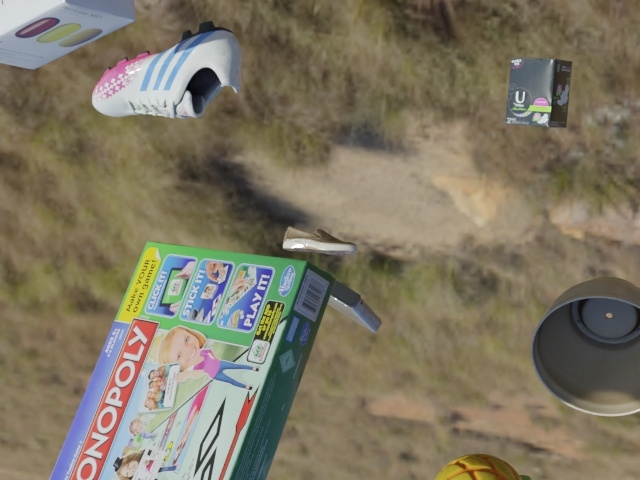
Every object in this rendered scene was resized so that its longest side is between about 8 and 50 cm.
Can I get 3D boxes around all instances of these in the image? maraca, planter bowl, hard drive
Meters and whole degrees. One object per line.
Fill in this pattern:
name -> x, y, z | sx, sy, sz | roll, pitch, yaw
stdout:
maraca -> 0.218, 0.329, 1.418 | 0.127, 0.099, 0.185 | 11, -172, 33
planter bowl -> 0.337, 0.109, 1.266 | 0.162, 0.109, 0.162 | 9, 120, 16
hard drive -> 0.024, 0.072, 1.374 | 0.094, 0.022, 0.135 | 30, 173, 22

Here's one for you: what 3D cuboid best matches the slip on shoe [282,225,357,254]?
slip on shoe -> 0.000, 0.000, 1.855 | 0.135, 0.041, 0.051 | 3, 170, 26

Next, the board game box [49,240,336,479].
board game box -> -0.127, 0.160, 0.924 | 0.213, 0.317, 0.046 | 6, 160, 41

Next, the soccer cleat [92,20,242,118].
soccer cleat -> -0.280, -0.269, 1.922 | 0.331, 0.143, 0.116 | -21, 159, 30

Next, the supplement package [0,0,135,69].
supplement package -> -0.409, -0.361, 1.592 | 0.244, 0.134, 0.139 | -15, 169, 38

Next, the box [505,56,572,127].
box -> 0.270, -0.183, 1.330 | 0.062, 0.083, 0.052 | 10, -171, 36
